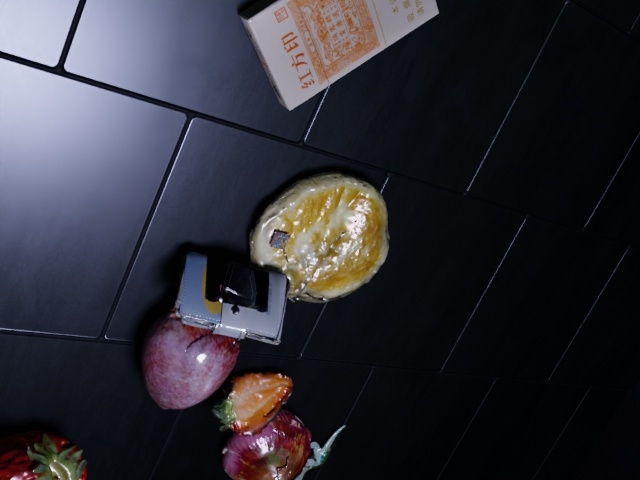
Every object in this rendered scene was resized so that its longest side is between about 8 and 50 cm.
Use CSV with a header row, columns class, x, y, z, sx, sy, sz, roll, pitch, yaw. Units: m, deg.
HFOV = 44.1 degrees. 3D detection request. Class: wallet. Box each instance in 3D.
class,x,y,z,sx,sy,sz,roll,pitch,yaw
wallet,-0.170,0.109,1.557,0.231,0.170,0.069,18,146,-19

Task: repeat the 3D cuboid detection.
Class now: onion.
class,x,y,z,sx,sy,sz,roll,pitch,yaw
onion,-0.121,0.519,1.890,0.230,0.163,0.230,-9,124,-14

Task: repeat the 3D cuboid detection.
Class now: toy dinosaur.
class,x,y,z,sx,sy,sz,roll,pitch,yaw
toy dinosaur,-0.001,0.569,2.089,0.187,0.044,0.106,-42,147,-21

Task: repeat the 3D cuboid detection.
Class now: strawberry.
class,x,y,z,sx,sy,sz,roll,pitch,yaw
strawberry,-0.596,0.504,1.533,0.276,0.257,0.257,-20,137,22
strawberry,-0.163,0.370,1.816,0.140,0.085,0.192,38,64,-12

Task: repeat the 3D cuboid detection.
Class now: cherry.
class,x,y,z,sx,sy,sz,roll,pitch,yaw
cherry,-0.272,0.245,1.610,0.192,0.175,0.250,2,121,-59

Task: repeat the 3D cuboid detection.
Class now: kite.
class,x,y,z,sx,sy,sz,roll,pitch,yaw
kite,-0.083,0.015,1.616,0.044,0.002,0.078,-6,119,-20

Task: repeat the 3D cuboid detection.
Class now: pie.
class,x,y,z,sx,sy,sz,roll,pitch,yaw
pie,0.000,0.000,1.697,0.339,0.077,0.339,-11,121,-20

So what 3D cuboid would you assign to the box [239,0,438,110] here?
class,x,y,z,sx,sy,sz,roll,pitch,yaw
box,0.044,-0.422,1.467,0.365,0.051,0.205,-35,132,-10
